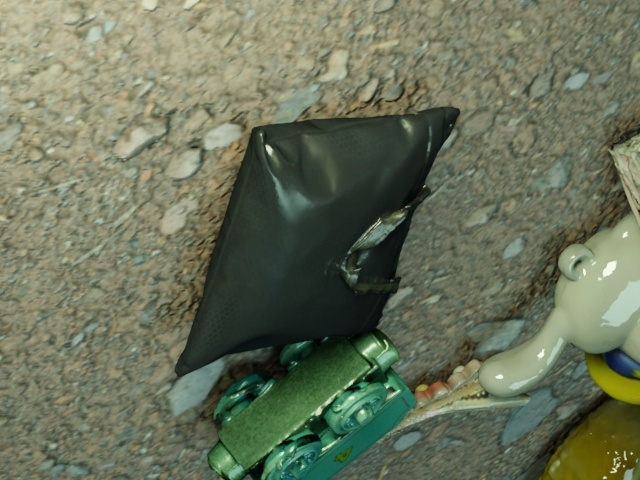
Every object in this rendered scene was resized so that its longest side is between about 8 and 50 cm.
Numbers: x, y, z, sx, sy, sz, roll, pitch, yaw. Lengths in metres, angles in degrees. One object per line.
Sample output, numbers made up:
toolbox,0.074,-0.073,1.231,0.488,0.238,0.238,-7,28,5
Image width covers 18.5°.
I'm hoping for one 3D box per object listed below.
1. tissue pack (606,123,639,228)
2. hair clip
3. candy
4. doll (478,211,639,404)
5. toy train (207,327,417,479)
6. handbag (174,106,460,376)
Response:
tissue pack,0.411,-0.069,1.899,0.235,0.073,0.173,-30,108,-16
hair clip,0.119,0.162,1.993,0.214,0.056,0.062,-12,157,-25
candy,0.373,0.280,2.357,0.260,0.118,0.260,-30,148,-21
doll,0.313,0.093,1.998,0.311,0.159,0.242,-37,150,-5
toy train,-0.009,0.159,1.797,0.198,0.107,0.154,-39,157,-1
handbag,0.000,0.000,1.611,0.211,0.088,0.254,-11,135,-36
